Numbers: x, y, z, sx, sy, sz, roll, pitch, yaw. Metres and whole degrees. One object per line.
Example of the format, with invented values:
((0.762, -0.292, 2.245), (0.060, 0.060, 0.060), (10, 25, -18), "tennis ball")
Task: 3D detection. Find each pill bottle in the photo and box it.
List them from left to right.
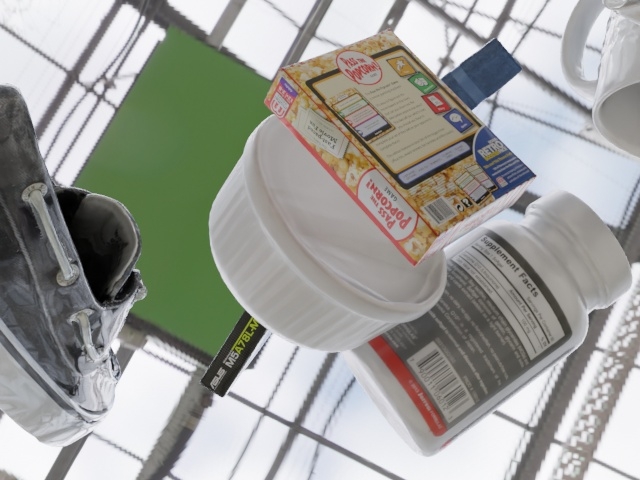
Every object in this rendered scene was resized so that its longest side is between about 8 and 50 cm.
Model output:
((0.220, 0.104, 1.341), (0.363, 0.210, 0.210), (-35, -90, -8), "pill bottle")

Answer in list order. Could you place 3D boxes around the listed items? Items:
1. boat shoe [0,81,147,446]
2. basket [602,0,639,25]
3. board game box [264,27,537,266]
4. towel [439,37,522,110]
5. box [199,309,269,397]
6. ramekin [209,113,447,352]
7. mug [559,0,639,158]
((-0.140, 0.020, 0.526), (0.102, 0.301, 0.108), (-25, -118, -8), "boat shoe")
((0.277, -0.199, 0.630), (0.113, 0.167, 0.103), (12, -101, -36), "basket")
((0.069, -0.086, 0.857), (0.147, 0.045, 0.193), (-28, -110, -40), "board game box")
((0.192, -0.203, 1.281), (0.119, 0.029, 0.067), (-37, -47, 15), "towel")
((-0.074, 0.095, 1.334), (0.045, 0.190, 0.184), (31, -69, 3), "box")
((0.000, 0.000, 1.105), (0.273, 0.127, 0.273), (30, -146, -24), "ramekin")
((0.461, -0.279, 1.243), (0.276, 0.374, 0.328), (26, -109, -36), "mug")
